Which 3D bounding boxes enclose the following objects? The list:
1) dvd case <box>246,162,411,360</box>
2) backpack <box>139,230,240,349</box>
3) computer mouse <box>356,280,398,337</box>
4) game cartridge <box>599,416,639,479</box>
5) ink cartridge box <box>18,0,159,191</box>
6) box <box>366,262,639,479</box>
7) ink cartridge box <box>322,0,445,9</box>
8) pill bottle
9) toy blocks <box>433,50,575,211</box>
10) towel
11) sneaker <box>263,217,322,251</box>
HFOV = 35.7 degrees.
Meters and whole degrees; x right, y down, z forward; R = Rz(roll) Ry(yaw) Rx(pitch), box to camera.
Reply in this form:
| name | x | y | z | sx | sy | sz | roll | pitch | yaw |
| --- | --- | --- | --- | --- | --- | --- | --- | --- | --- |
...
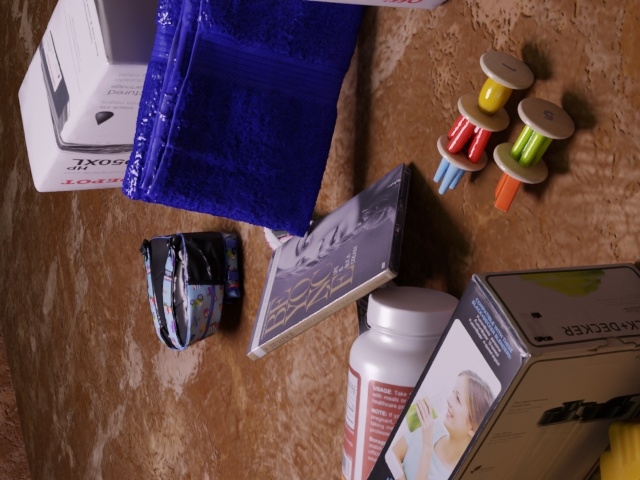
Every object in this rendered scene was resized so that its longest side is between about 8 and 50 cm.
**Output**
| name | x | y | z | sx | sy | sz | roll | pitch | yaw |
| --- | --- | --- | --- | --- | --- | --- | --- | --- | --- |
| dvd case | 0.008 | 0.024 | 1.086 | 0.221 | 0.018 | 0.164 | -34 | 30 | 36 |
| backpack | -0.193 | 0.075 | 1.497 | 0.158 | 0.117 | 0.173 | -8 | 86 | 60 |
| computer mouse | 0.073 | 0.118 | 1.114 | 0.106 | 0.042 | 0.193 | -145 | 51 | -59 |
| game cartridge | 0.327 | 0.271 | 0.672 | 0.324 | 0.053 | 0.285 | -12 | 83 | 59 |
| ink cartridge box | -0.214 | -0.213 | 1.327 | 0.395 | 0.286 | 0.166 | -35 | 64 | 57 |
| box | 0.161 | 0.153 | 0.835 | 0.087 | 0.169 | 0.290 | 62 | 144 | 40 |
| ink cartridge box | 0.072 | -0.304 | 0.888 | 0.353 | 0.207 | 0.119 | -21 | 74 | 60 |
| pill bottle | 0.087 | 0.162 | 1.010 | 0.121 | 0.121 | 0.216 | 25 | 115 | 57 |
| toy blocks | 0.159 | -0.080 | 0.919 | 0.123 | 0.054 | 0.148 | 62 | 143 | 36 |
| towel | -0.080 | -0.170 | 1.099 | 0.076 | 0.228 | 0.308 | -144 | 67 | -72 |
| sneaker | 0.000 | 0.000 | 1.215 | 0.178 | 0.072 | 0.077 | 43 | 119 | 40 |
